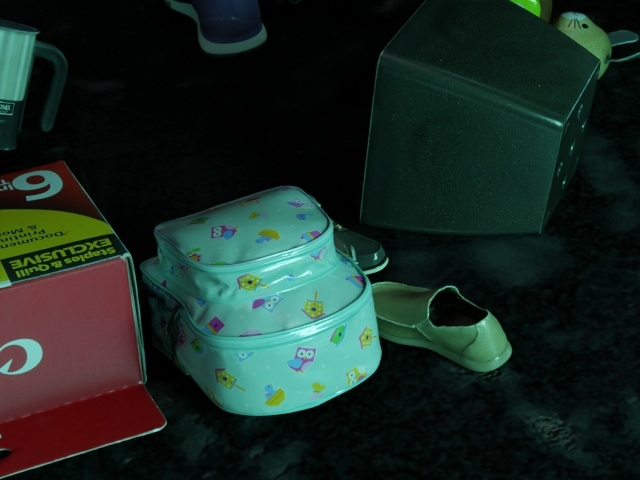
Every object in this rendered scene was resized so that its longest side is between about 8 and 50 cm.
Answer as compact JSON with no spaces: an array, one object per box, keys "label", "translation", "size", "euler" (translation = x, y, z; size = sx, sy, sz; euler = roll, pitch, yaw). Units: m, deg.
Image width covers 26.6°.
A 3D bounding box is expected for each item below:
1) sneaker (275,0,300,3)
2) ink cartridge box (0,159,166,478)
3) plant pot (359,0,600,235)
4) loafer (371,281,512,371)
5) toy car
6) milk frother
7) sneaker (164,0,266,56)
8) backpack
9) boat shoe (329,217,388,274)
[{"label":"sneaker","translation":[-0.076,-0.381,1.755],"size":[0.105,0.146,0.296],"euler":[-24,24,-26]},{"label":"ink cartridge box","translation":[-0.307,0.073,1.071],"size":[0.309,0.130,0.272],"euler":[-15,31,-20]},{"label":"plant pot","translation":[0.155,-0.110,1.253],"size":[0.167,0.187,0.188],"euler":[18,40,16]},{"label":"loafer","translation":[0.092,0.059,1.112],"size":[0.148,0.050,0.056],"euler":[18,41,35]},{"label":"toy car","translation":[0.256,-0.217,1.428],"size":[0.188,0.149,0.155],"euler":[2,22,-4]},{"label":"milk frother","translation":[-0.370,-0.182,1.513],"size":[0.143,0.134,0.129],"euler":[22,13,35]},{"label":"sneaker","translation":[-0.138,-0.343,1.712],"size":[0.107,0.124,0.283],"euler":[-18,34,-14]},{"label":"backpack","translation":[-0.044,0.049,1.081],"size":[0.166,0.144,0.188],"euler":[-17,36,-21]},{"label":"boat shoe","translation":[-0.001,0.001,1.234],"size":[0.133,0.042,0.049],"euler":[13,37,28]}]
